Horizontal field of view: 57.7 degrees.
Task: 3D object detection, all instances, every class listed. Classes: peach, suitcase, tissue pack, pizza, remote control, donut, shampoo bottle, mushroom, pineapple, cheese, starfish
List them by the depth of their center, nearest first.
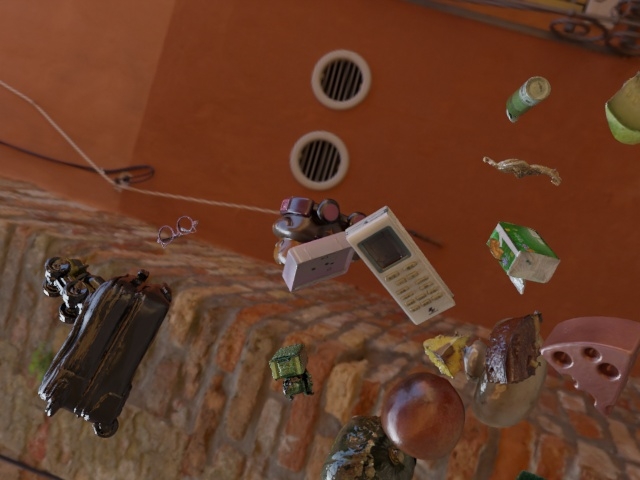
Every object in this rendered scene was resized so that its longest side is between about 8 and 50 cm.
[{"bbox_3d":[0.172,0.059,1.224,0.103,0.277,0.055,-31,27,18],"label":"remote control"},{"bbox_3d":[0.589,0.249,1.282,0.128,0.177,0.202,-36,-42,-38],"label":"cheese"},{"bbox_3d":[-0.460,0.226,1.314,0.339,0.188,0.345,-62,10,-7],"label":"suitcase"},{"bbox_3d":[0.313,0.261,1.413,0.114,0.114,0.077,-44,-34,-2],"label":"pineapple"},{"bbox_3d":[0.508,-0.348,1.452,0.204,0.065,0.065,47,-119,-88],"label":"shampoo bottle"},{"bbox_3d":[0.507,0.284,1.547,0.126,0.144,0.186,-21,67,56],"label":"donut"},{"bbox_3d":[0.545,-0.198,1.568,0.150,0.210,0.053,38,-112,-73],"label":"starfish"},{"bbox_3d":[0.293,0.493,1.654,0.252,0.253,0.252,18,-90,-80],"label":"peach"},{"bbox_3d":[0.532,0.028,1.758,0.016,0.037,0.083,50,-159,-67],"label":"pizza"},{"bbox_3d":[0.651,0.058,1.912,0.209,0.148,0.156,-97,24,-61],"label":"tissue pack"},{"bbox_3d":[0.583,0.426,1.919,0.362,0.295,0.362,17,-90,-73],"label":"mushroom"}]

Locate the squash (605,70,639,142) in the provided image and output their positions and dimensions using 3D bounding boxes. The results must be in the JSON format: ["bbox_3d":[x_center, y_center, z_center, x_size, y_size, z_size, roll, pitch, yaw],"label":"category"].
[{"bbox_3d":[0.722,-0.298,1.302,0.237,0.204,0.155,-38,14,-2],"label":"squash"}]

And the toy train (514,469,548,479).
[{"bbox_3d":[0.476,0.598,1.119,0.167,0.299,0.238,-43,5,-18],"label":"toy train"}]

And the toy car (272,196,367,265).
[{"bbox_3d":[0.000,0.000,1.946,0.271,0.341,0.240,-2,71,66],"label":"toy car"}]

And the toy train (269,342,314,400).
[{"bbox_3d":[-0.084,0.427,1.898,0.269,0.115,0.154,33,-136,-86],"label":"toy train"}]

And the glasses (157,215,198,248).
[{"bbox_3d":[-0.401,-0.026,1.721,0.062,0.140,0.104,67,-164,9],"label":"glasses"}]

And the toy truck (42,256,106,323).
[{"bbox_3d":[-0.767,0.142,1.846,0.165,0.224,0.147,-24,-28,-44],"label":"toy truck"}]

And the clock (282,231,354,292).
[{"bbox_3d":[-0.005,0.060,1.694,0.197,0.063,0.150,-18,-32,-25],"label":"clock"}]

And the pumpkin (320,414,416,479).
[{"bbox_3d":[0.155,0.713,1.859,0.257,0.291,0.327,-26,28,38],"label":"pumpkin"}]
